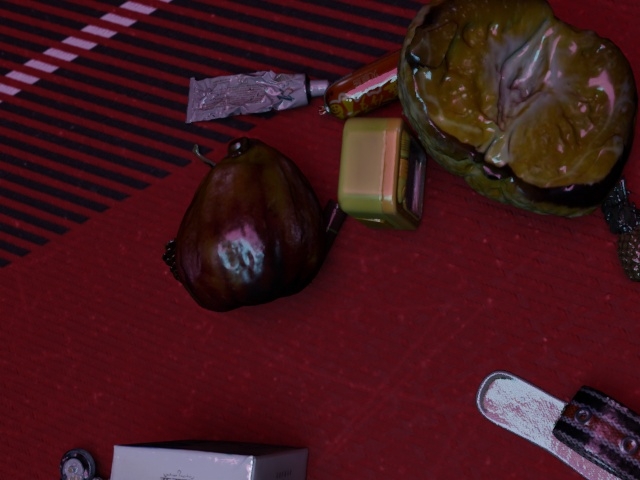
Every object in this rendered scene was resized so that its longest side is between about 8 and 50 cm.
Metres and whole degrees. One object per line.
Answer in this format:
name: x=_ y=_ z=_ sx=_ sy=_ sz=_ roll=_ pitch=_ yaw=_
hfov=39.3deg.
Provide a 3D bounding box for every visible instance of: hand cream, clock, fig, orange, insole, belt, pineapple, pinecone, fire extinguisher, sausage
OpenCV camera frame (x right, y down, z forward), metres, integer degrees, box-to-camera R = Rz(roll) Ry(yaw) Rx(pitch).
hand cream: x=-0.108 y=-0.240 z=1.471 sx=0.256 sy=0.050 sz=0.084 roll=-1 pitch=85 yaw=18
clock: x=0.095 y=-0.095 z=1.313 sx=0.096 sy=0.202 sz=0.144 roll=1 pitch=83 yaw=16
fig: x=-0.102 y=-0.012 z=1.344 sx=0.223 sy=0.224 sz=0.263 roll=20 pitch=78 yaw=17
orange: x=0.265 y=-0.195 z=1.262 sx=0.368 sy=0.210 sz=0.271 roll=31 pitch=83 yaw=-9
insole: x=0.376 y=0.282 z=1.288 sx=0.322 sy=0.007 sz=0.109 roll=26 pitch=89 yaw=16
belt: x=0.485 y=0.320 z=1.188 sx=0.359 sy=0.126 sz=0.094 roll=31 pitch=89 yaw=15
pineapple: x=0.444 y=-0.021 z=1.281 sx=0.074 sy=0.074 sz=0.159 roll=-24 pitch=72 yaw=11
pinecone: x=-0.215 y=0.030 z=1.445 sx=0.077 sy=0.077 sz=0.083 roll=-37 pitch=34 yaw=8
fire extinguisher: x=0.000 y=0.000 z=1.411 sx=0.056 sy=0.039 sz=0.132 roll=27 pitch=91 yaw=49
sausage: x=0.114 y=-0.256 z=1.399 sx=0.263 sy=0.083 sz=0.083 roll=-24 pitch=77 yaw=13

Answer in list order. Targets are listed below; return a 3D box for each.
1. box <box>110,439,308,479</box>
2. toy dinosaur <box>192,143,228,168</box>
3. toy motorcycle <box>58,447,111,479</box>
box: x=-0.150 y=0.348 z=1.280 sx=0.203 sy=0.274 sz=0.116 roll=2 pitch=80 yaw=16
toy dinosaur: x=-0.154 y=-0.092 z=1.468 sx=0.058 sy=0.037 sz=0.180 roll=-39 pitch=66 yaw=31
toy motorcycle: x=-0.359 y=0.449 z=1.429 sx=0.228 sy=0.074 sz=0.151 roll=43 pitch=97 yaw=15
